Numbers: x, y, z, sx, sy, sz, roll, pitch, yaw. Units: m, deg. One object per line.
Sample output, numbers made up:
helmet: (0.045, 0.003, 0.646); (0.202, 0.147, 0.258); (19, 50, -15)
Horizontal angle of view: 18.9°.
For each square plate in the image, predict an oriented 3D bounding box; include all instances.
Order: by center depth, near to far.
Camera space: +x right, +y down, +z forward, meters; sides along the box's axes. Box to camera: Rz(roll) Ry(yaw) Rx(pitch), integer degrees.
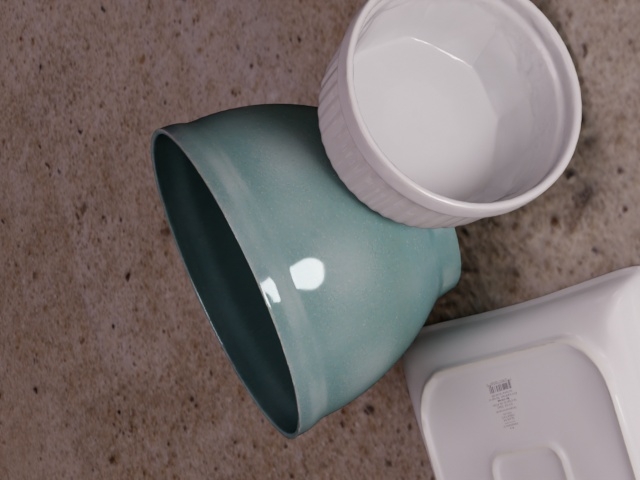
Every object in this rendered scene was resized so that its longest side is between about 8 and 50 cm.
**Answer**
square plate: (0.200, 0.220, 1.649); (0.347, 0.049, 0.344); (-21, 84, 55)

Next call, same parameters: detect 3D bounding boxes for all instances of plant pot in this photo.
plant pot: (0.000, 0.000, 1.691); (0.293, 0.196, 0.293); (58, 164, 27)

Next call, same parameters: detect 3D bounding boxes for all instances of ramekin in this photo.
ramekin: (0.096, -0.106, 1.561); (0.109, 0.207, 0.207); (-38, 69, 63)
